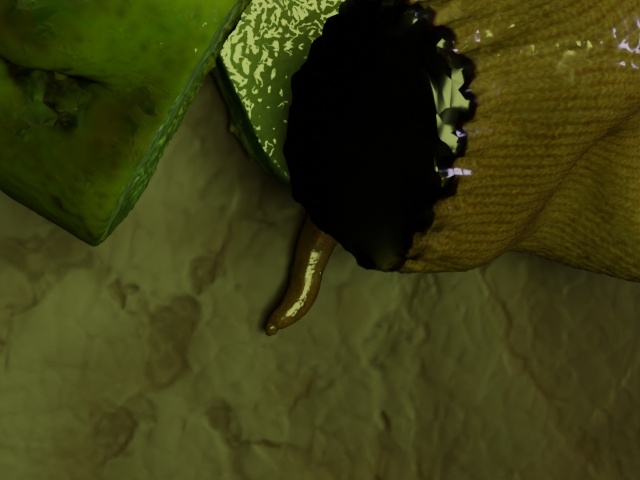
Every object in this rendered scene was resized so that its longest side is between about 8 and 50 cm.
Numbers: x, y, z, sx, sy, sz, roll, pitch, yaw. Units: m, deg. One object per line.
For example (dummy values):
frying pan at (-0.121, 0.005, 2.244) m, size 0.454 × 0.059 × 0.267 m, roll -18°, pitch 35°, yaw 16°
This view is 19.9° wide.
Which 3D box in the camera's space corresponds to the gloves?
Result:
gloves at (0.143, -0.077, 0.941) m, size 0.356 × 0.155 × 0.203 m, roll -3°, pitch 121°, yaw -32°

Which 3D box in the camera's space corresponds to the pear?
pear at (-0.104, -0.128, 0.790) m, size 0.159 × 0.292 × 0.292 m, roll 30°, pitch 85°, yaw -7°

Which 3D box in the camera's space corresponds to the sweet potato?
sweet potato at (0.000, 0.000, 0.979) m, size 0.026 × 0.026 × 0.115 m, roll 20°, pitch 93°, yaw -17°

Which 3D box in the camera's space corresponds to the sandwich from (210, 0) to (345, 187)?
sandwich at (-0.039, -0.182, 0.939) m, size 0.212 × 0.063 × 0.245 m, roll 31°, pitch 85°, yaw -13°
